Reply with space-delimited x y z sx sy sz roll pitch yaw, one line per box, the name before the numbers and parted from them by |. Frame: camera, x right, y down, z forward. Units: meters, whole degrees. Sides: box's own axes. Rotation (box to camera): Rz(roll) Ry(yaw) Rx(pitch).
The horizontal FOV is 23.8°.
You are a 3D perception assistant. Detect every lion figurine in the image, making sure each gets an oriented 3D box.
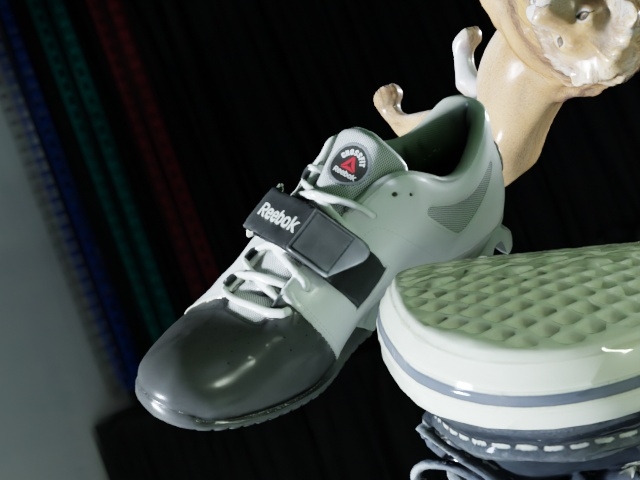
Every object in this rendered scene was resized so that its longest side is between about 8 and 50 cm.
lion figurine | 0.190 -0.158 1.478 0.142 0.240 0.392 -19 -29 -23

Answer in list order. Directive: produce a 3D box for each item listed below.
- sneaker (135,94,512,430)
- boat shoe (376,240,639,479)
sneaker | 0.000 0.000 1.037 0.122 0.146 0.330 26 47 36
boat shoe | 0.139 0.079 0.822 0.187 0.156 0.500 -4 -2 8
